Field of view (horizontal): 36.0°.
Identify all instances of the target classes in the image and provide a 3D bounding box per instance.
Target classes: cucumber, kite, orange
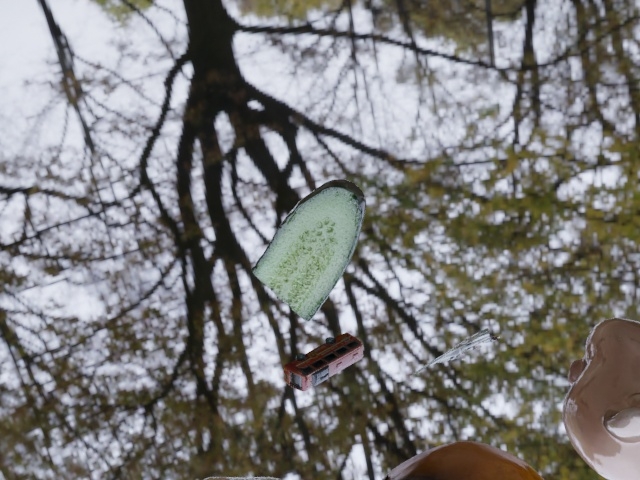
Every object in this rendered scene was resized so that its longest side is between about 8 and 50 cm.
[{"bbox_3d":[0.000,0.000,1.361,0.115,0.244,0.063,36,-136,-1],"label":"cucumber"},{"bbox_3d":[0.226,0.173,1.556,0.141,0.015,0.245,-31,164,17],"label":"kite"},{"bbox_3d":[0.160,0.348,1.103,0.246,0.246,0.246,-8,-151,5],"label":"orange"}]

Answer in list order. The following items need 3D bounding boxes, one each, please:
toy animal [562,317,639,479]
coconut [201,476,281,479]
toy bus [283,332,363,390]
[{"bbox_3d":[0.460,0.210,1.201,0.326,0.237,0.269,21,-130,35],"label":"toy animal"},{"bbox_3d":[-0.119,0.447,1.350,0.259,0.259,0.259,-8,-151,5],"label":"coconut"},{"bbox_3d":[0.005,0.155,1.257,0.110,0.031,0.043,-26,-141,-35],"label":"toy bus"}]
